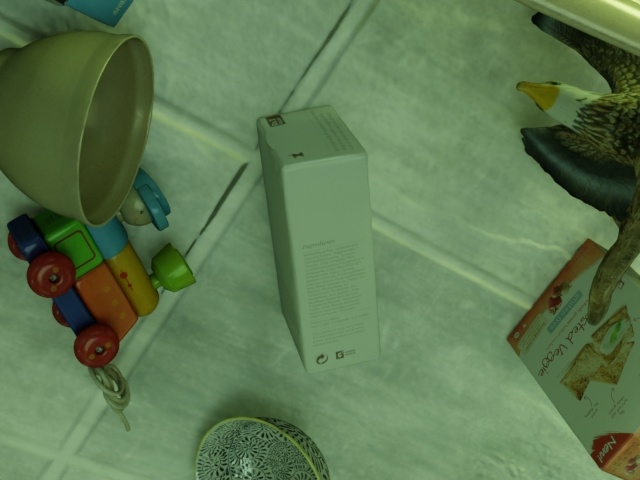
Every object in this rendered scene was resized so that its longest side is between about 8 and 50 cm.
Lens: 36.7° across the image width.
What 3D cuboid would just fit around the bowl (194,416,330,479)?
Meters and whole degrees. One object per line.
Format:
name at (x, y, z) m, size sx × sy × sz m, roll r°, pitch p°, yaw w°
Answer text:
bowl at (-0.049, 0.263, 1.073) m, size 0.080 × 0.170 × 0.170 m, roll -24°, pitch 138°, yaw -57°

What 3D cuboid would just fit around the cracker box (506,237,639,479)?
cracker box at (0.311, 0.122, 1.027) m, size 0.067 × 0.232 × 0.156 m, roll 27°, pitch 108°, yaw -28°

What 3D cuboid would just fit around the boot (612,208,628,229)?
boot at (0.389, -0.099, 0.946) m, size 0.220 × 0.109 × 0.283 m, roll -32°, pitch 167°, yaw 3°

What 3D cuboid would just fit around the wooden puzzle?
wooden puzzle at (0.185, -0.243, 0.757) m, size 0.220 × 0.239 × 0.044 m, roll 22°, pitch 128°, yaw -10°

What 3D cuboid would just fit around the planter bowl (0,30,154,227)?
planter bowl at (-0.218, -0.101, 0.801) m, size 0.109 × 0.162 × 0.162 m, roll 13°, pitch 117°, yaw 6°

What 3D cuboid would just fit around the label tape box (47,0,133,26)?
label tape box at (-0.207, -0.322, 0.663) m, size 0.249 × 0.115 × 0.347 m, roll -52°, pitch 158°, yaw 11°

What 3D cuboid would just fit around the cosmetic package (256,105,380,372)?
cosmetic package at (0.000, 0.000, 0.935) m, size 0.085 × 0.117 × 0.231 m, roll -11°, pitch 123°, yaw -11°

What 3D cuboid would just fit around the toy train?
toy train at (-0.181, 0.058, 0.931) m, size 0.143 × 0.105 × 0.248 m, roll -32°, pitch 124°, yaw -13°

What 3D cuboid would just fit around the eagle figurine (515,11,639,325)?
eagle figurine at (0.270, -0.105, 0.834) m, size 0.226 × 0.298 × 0.225 m, roll -35°, pitch 104°, yaw 22°
